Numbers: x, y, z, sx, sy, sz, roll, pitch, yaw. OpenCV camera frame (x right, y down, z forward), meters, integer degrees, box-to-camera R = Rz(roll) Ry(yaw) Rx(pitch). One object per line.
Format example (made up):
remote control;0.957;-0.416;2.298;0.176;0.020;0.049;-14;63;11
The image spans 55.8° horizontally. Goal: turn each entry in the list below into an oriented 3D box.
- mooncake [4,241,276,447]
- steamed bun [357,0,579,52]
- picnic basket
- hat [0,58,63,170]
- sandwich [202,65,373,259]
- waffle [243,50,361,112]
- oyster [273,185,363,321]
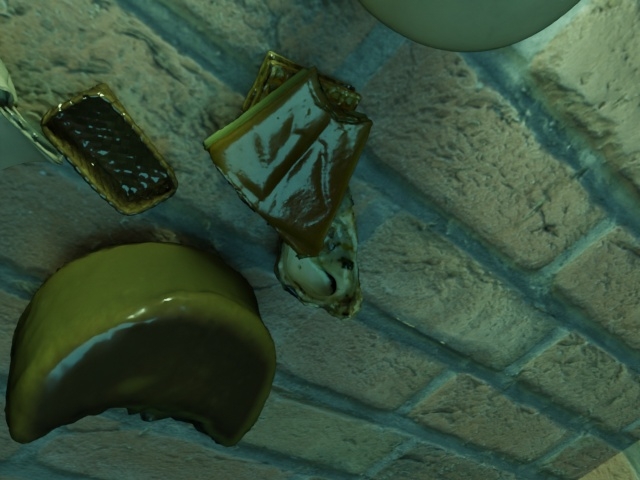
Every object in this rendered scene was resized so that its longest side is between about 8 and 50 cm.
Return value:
mooncake;-0.274;0.194;0.982;0.393;0.246;0.394;-24;133;-9
steamed bun;0.171;-0.381;0.604;0.334;0.334;0.374;7;122;-23
picnic basket;-0.287;-0.125;0.840;0.110;0.055;0.193;-26;132;6
hat;-0.434;-0.152;0.715;0.232;0.161;0.275;-9;156;8
sandwich;-0.010;-0.103;0.864;0.212;0.063;0.245;-34;124;10
waffle;-0.027;-0.197;0.870;0.148;0.042;0.102;14;122;-28
oyster;0.004;-0.001;1.025;0.166;0.094;0.294;1;111;-14
